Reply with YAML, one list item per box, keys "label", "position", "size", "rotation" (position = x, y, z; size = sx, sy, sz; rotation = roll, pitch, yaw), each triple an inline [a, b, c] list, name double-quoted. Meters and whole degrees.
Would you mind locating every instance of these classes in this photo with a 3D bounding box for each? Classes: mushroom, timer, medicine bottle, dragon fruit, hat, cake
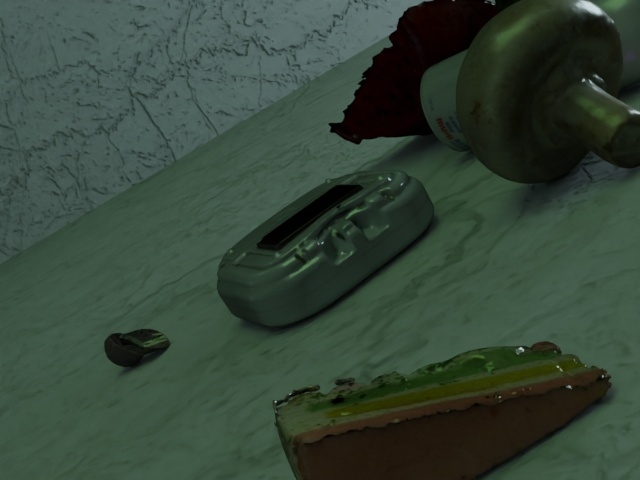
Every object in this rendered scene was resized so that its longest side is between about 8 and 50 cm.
- label: "mushroom"
  position: [0.255, -0.147, 1.174]
  size: [0.207, 0.207, 0.215]
  rotation: [-35, 44, -16]
- label: "timer"
  position: [0.000, 0.000, 1.370]
  size: [0.262, 0.087, 0.237]
  rotation: [-37, 15, -19]
- label: "medicine bottle"
  position: [0.297, -0.226, 1.442]
  size: [0.341, 0.130, 0.130]
  rotation: [-20, 17, 41]
- label: "dragon fruit"
  position: [0.193, -0.241, 1.683]
  size: [0.282, 0.100, 0.343]
  rotation: [-17, -20, -23]
- label: "hat"
  position: [-0.246, 0.149, 1.503]
  size: [0.087, 0.042, 0.058]
  rotation: [2, 21, -6]
- label: "cake"
  position: [0.086, 0.137, 0.791]
  size: [0.225, 0.090, 0.109]
  rotation: [-14, 10, -6]

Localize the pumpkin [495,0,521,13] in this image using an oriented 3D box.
- label: "pumpkin"
  position: [0.384, -0.363, 1.545]
  size: [0.317, 0.139, 0.222]
  rotation: [-15, -4, -12]
